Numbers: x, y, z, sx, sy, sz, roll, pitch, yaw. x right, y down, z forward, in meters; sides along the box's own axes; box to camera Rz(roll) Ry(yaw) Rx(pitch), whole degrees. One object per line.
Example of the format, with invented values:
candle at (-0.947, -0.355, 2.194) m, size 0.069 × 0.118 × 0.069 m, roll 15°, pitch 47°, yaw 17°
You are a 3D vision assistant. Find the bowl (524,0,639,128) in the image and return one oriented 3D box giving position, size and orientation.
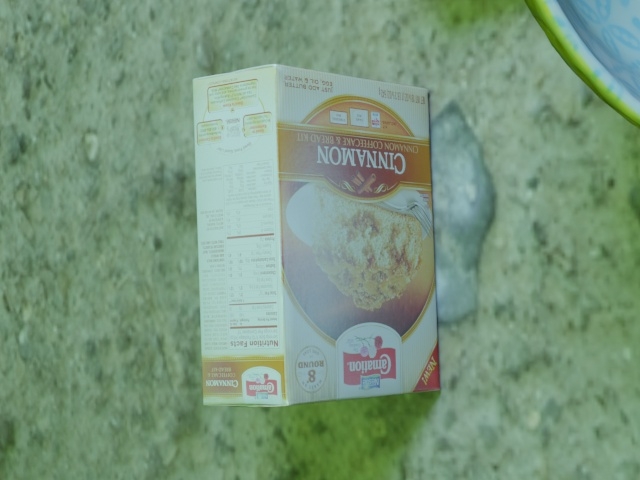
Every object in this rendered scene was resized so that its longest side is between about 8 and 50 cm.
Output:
bowl at (0.204, -0.173, 0.649) m, size 0.156 × 0.290 × 0.289 m, roll -135°, pitch 53°, yaw -80°

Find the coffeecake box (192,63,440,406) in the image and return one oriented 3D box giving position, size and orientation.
coffeecake box at (0.000, 0.000, 0.840) m, size 0.068 × 0.142 × 0.185 m, roll -4°, pitch 86°, yaw 40°
